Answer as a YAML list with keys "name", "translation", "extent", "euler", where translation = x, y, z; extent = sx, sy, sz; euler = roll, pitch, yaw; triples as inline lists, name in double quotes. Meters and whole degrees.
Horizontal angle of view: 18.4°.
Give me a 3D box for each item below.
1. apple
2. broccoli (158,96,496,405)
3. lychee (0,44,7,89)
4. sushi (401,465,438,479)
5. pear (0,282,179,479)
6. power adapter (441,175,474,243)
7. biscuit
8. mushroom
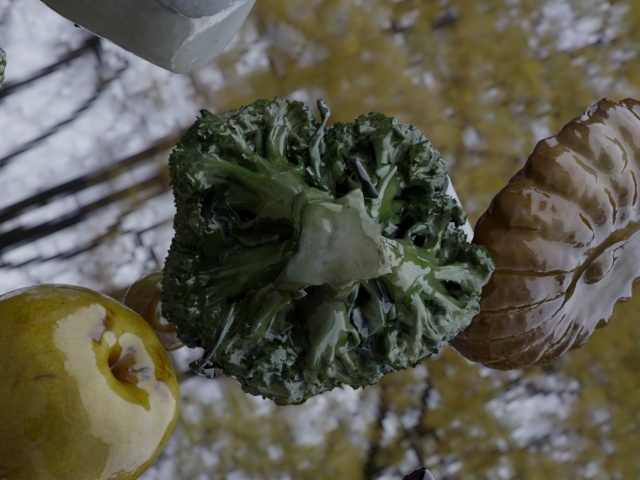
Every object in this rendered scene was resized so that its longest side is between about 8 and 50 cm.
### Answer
- name: "apple"
  translation: [-0.173, 0.078, 2.136]
  extent: [0.074, 0.089, 0.090]
  euler: [-19, -85, 52]
- name: "broccoli"
  translation: [0.000, 0.000, 1.885]
  extent: [0.283, 0.321, 0.304]
  euler: [159, -84, -81]
- name: "lychee"
  translation: [-0.344, -0.148, 1.737]
  extent: [0.114, 0.146, 0.114]
  euler: [25, -56, 43]
- name: "sushi"
  translation: [0.133, 0.328, 2.146]
  extent: [0.150, 0.172, 0.153]
  euler: [36, -65, 55]
- name: "pear"
  translation: [-0.241, 0.141, 1.784]
  extent: [0.209, 0.208, 0.209]
  euler: [41, -36, 39]
- name: "power adapter"
  translation: [0.090, -0.045, 2.350]
  extent: [0.125, 0.130, 0.205]
  euler: [52, -8, 44]
- name: "biscuit"
  translation: [0.265, 0.005, 2.053]
  extent: [0.107, 0.325, 0.326]
  euler: [37, -37, 26]
- name: "mushroom"
  translation: [-0.287, -0.346, 2.477]
  extent: [0.397, 0.177, 0.126]
  euler: [29, -49, 14]
